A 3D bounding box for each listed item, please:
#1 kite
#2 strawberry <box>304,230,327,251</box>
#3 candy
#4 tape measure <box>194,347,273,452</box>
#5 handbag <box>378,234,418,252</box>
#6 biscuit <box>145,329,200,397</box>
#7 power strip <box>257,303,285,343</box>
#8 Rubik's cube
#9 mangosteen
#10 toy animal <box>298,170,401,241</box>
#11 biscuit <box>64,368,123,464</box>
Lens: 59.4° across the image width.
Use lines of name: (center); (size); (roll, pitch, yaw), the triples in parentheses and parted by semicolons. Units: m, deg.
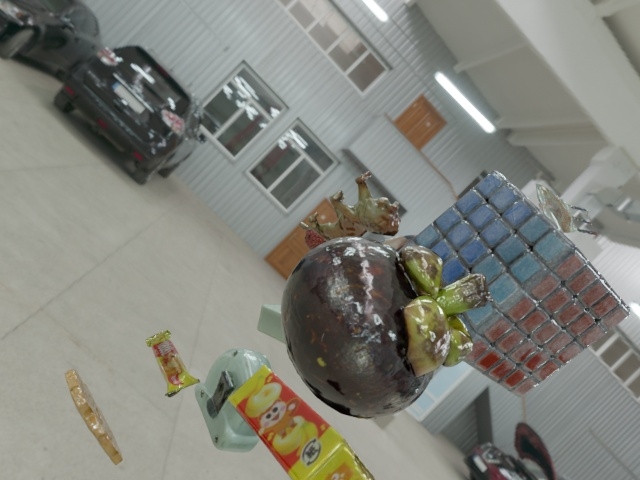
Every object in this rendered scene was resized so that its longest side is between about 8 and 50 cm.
kite: (0.585, -0.063, 1.326); (0.229, 0.016, 0.127); (10, 62, -36)
strawberry: (0.000, 0.000, 1.517); (0.096, 0.083, 0.083); (29, -9, 37)
candy: (-0.029, 0.308, 0.849); (0.146, 0.088, 0.276); (57, -17, -27)
tape measure: (-0.225, 0.402, 1.453); (0.125, 0.246, 0.243); (19, 17, -36)
handbag: (0.200, 0.125, 1.415); (0.190, 0.193, 0.251); (60, 13, -54)
biscuit: (-0.237, 0.189, 0.878); (0.292, 0.048, 0.026); (11, -54, 67)
power strip: (0.022, 0.186, 1.024); (0.091, 0.062, 0.385); (6, 4, -40)
Rubik's cube: (0.304, 0.073, 0.925); (0.238, 0.237, 0.237); (38, 14, -36)
mangosteen: (0.069, 0.077, 0.584); (0.192, 0.217, 0.192); (61, 12, -23)
toy animal: (0.077, -0.044, 1.294); (0.157, 0.097, 0.312); (58, -31, 5)
biscuit: (-0.399, 0.307, 0.979); (0.133, 0.027, 0.184); (41, -30, 40)
